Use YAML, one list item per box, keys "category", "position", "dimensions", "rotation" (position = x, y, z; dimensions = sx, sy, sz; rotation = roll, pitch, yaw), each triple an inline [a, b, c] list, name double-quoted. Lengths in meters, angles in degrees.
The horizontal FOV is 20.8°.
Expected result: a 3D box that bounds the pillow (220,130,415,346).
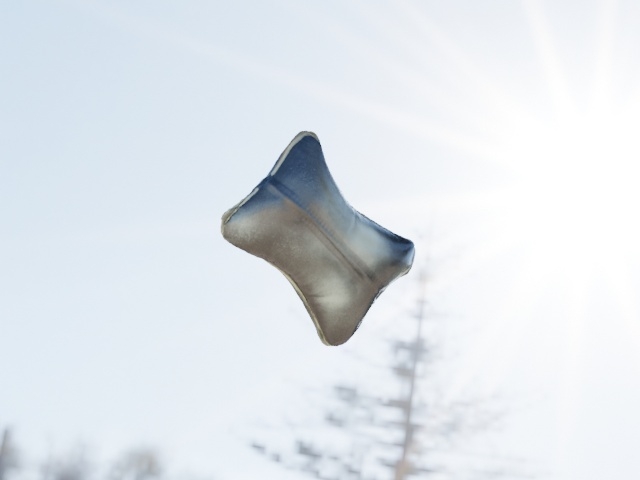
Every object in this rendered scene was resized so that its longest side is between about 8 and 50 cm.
- category: "pillow"
  position: [0.001, 0.001, 1.173]
  dimensions: [0.091, 0.055, 0.136]
  rotation: [-36, -60, 9]
